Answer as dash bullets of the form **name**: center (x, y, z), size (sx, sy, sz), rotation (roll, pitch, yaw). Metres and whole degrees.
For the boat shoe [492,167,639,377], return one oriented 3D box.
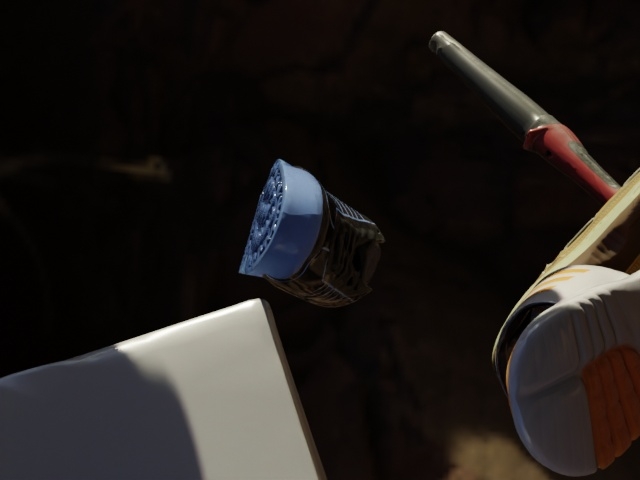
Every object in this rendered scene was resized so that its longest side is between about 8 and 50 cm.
- **boat shoe**: center (0.181, 0.018, 1.236), size (0.190, 0.068, 0.072), rotation (-46, 16, 14)

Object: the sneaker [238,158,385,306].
- **sneaker**: center (0.000, 0.000, 1.279), size (0.232, 0.090, 0.081), rotation (155, 131, -85)

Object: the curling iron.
- **curling iron**: center (0.165, -0.063, 1.450), size (0.068, 0.035, 0.274), rotation (-46, 64, 17)

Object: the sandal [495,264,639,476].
- **sandal**: center (0.160, 0.061, 1.123), size (0.076, 0.265, 0.102), rotation (4, 106, 35)

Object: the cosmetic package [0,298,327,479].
- **cosmetic package**: center (-0.135, 0.274, 1.329), size (0.393, 0.329, 0.327), rotation (85, 167, -76)
